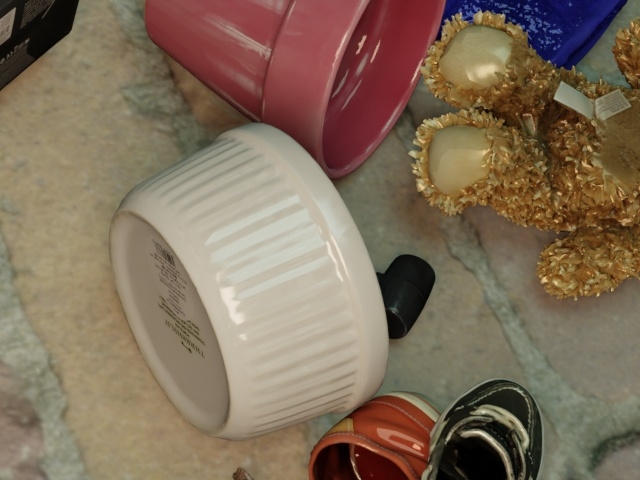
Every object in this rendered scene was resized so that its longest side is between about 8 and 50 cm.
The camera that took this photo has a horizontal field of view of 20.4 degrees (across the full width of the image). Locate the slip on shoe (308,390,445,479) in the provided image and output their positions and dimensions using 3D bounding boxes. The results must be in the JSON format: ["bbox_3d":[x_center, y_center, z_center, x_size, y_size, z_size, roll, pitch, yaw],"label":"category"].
[{"bbox_3d":[0.104,0.239,1.149,0.101,0.123,0.331,-11,55,-46],"label":"slip on shoe"}]

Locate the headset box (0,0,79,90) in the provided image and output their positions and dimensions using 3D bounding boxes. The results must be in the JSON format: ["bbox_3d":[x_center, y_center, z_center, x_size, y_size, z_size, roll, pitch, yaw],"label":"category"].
[{"bbox_3d":[-0.345,-0.208,1.253,0.293,0.110,0.218,35,51,8],"label":"headset box"}]

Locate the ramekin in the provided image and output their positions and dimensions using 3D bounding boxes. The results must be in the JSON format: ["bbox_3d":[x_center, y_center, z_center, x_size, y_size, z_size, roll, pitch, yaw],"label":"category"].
[{"bbox_3d":[-0.056,0.035,1.184,0.109,0.207,0.207,-23,68,-23],"label":"ramekin"}]

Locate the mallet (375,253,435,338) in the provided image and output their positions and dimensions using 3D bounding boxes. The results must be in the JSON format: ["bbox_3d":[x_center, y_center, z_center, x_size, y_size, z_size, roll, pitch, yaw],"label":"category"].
[{"bbox_3d":[0.000,0.000,1.336,0.190,0.039,0.062,35,52,8],"label":"mallet"}]

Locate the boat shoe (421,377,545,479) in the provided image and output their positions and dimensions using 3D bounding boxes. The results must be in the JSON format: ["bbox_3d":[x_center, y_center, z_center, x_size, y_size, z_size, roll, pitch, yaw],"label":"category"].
[{"bbox_3d":[0.103,0.144,1.112,0.078,0.070,0.219,30,35,4],"label":"boat shoe"}]

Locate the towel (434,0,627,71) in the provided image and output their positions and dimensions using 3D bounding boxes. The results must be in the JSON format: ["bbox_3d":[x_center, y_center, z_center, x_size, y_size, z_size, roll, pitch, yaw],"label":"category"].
[{"bbox_3d":[0.116,-0.264,1.539,0.308,0.076,0.227,38,50,6],"label":"towel"}]

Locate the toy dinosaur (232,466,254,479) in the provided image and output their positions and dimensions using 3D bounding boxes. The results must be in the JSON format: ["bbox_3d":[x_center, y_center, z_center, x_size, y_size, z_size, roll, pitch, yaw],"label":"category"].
[{"bbox_3d":[-0.054,0.260,1.082,0.200,0.127,0.295,-34,87,-29],"label":"toy dinosaur"}]

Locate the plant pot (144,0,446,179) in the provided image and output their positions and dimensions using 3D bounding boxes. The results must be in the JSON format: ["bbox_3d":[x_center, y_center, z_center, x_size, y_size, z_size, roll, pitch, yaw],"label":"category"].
[{"bbox_3d":[-0.026,-0.172,1.354,0.180,0.201,0.201,27,49,17],"label":"plant pot"}]

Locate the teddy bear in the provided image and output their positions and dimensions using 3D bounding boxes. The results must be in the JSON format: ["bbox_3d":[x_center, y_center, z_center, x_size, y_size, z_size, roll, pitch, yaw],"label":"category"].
[{"bbox_3d":[0.226,-0.063,1.419,0.338,0.113,0.245,0,66,-21],"label":"teddy bear"}]
